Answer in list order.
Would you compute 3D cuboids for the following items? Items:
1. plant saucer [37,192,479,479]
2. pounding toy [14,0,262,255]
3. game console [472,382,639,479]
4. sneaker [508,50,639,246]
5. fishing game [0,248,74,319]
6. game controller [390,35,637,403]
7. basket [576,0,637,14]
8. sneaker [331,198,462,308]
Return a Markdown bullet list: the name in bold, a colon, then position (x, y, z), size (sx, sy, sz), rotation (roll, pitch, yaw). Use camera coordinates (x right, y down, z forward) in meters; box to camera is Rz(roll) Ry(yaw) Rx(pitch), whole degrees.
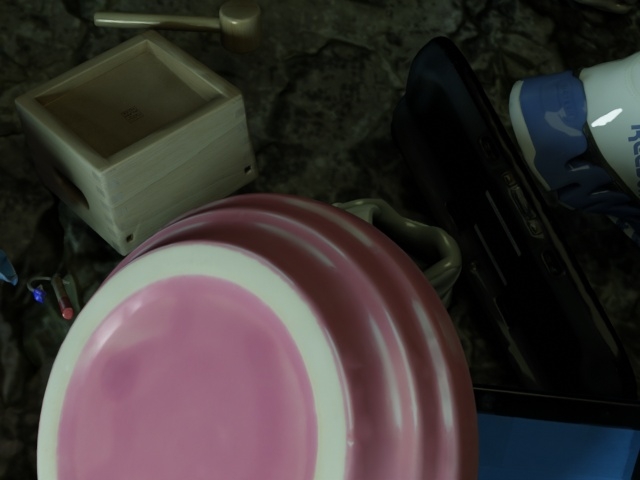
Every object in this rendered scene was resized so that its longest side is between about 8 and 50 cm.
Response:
- **plant saucer**: position (-0.063, 0.130, 0.866), size (0.084, 0.332, 0.332), rotation (13, 53, -53)
- **pounding toy**: position (-0.124, -0.105, 1.075), size (0.206, 0.094, 0.181), rotation (-32, 47, -24)
- **game console**: position (0.096, 0.244, 0.912), size (0.293, 0.173, 0.250), rotation (7, 52, -9)
- **sneaker**: position (0.304, -0.071, 1.042), size (0.315, 0.182, 0.127), rotation (19, 57, -45)
- **fishing game**: position (-0.292, -0.014, 0.951), size (0.264, 0.189, 0.041), rotation (22, 92, -16)
- **game controller**: position (0.145, 0.000, 1.047), size (0.067, 0.166, 0.319), rotation (-21, 72, -17)
- **basket**: position (0.201, -0.425, 1.204), size (0.331, 0.266, 0.328), rotation (16, 63, -4)
- **sneaker**: position (0.000, 0.000, 1.042), size (0.232, 0.115, 0.090), rotation (5, 64, -10)
